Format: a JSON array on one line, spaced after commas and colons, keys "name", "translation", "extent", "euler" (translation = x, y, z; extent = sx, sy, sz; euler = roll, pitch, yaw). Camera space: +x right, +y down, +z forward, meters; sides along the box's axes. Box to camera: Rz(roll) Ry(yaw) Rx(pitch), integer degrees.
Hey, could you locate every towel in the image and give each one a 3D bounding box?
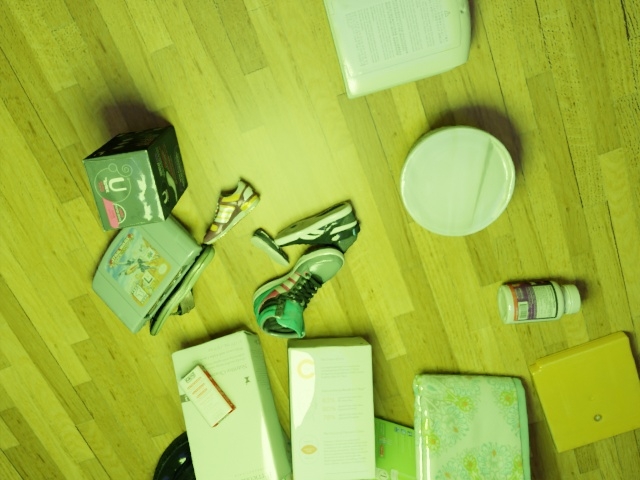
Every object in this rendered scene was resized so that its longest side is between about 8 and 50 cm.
[{"name": "towel", "translation": [0.418, 0.561, 1.656], "extent": [0.321, 0.090, 0.374], "euler": [5, 72, -15]}]

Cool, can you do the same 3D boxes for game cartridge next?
[{"name": "game cartridge", "translation": [0.785, 0.446, 1.758], "extent": [0.285, 0.052, 0.323], "euler": [-20, 108, 7]}, {"name": "game cartridge", "translation": [-0.453, 0.066, 1.531], "extent": [0.198, 0.062, 0.297], "euler": [41, 104, 10]}]

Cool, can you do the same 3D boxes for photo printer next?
[{"name": "photo printer", "translation": [0.177, -0.480, 1.341], "extent": [0.308, 0.107, 0.256], "euler": [-16, 111, 4]}]

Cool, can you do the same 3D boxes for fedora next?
[{"name": "fedora", "translation": [-0.336, 0.711, 1.761], "extent": [0.334, 0.334, 0.152], "euler": [-38, 141, 13]}]

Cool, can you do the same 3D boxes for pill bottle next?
[{"name": "pill bottle", "translation": [0.581, 0.163, 1.605], "extent": [0.194, 0.108, 0.108], "euler": [-5, 112, 0]}]

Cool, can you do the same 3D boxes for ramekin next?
[{"name": "ramekin", "translation": [0.322, -0.154, 1.464], "extent": [0.273, 0.127, 0.272], "euler": [0, 111, -1]}]

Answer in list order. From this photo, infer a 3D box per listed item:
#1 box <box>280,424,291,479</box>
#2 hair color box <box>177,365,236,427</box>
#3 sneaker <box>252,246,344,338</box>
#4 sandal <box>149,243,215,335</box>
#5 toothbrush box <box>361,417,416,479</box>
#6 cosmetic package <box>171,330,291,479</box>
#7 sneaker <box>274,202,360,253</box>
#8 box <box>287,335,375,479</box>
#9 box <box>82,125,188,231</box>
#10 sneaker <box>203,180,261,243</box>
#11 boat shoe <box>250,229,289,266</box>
[{"name": "box", "translation": [-0.152, 0.633, 1.726], "extent": [0.114, 0.203, 0.103], "euler": [-24, 110, 8]}, {"name": "hair color box", "translation": [-0.284, 0.389, 1.506], "extent": [0.072, 0.043, 0.141], "euler": [-41, 75, -2]}, {"name": "sneaker", "translation": [-0.055, 0.150, 1.523], "extent": [0.295, 0.178, 0.124], "euler": [-36, 126, 23]}, {"name": "sandal", "translation": [-0.358, 0.143, 1.580], "extent": [0.086, 0.120, 0.303], "euler": [33, 108, -28]}, {"name": "toothbrush box", "translation": [0.254, 0.664, 1.734], "extent": [0.283, 0.206, 0.122], "euler": [19, 129, -9]}, {"name": "cosmetic package", "translation": [-0.233, 0.456, 1.584], "extent": [0.217, 0.156, 0.385], "euler": [-18, 74, 5]}, {"name": "sneaker", "translation": [0.000, 0.000, 1.544], "extent": [0.217, 0.079, 0.121], "euler": [-24, 111, 8]}, {"name": "box", "translation": [0.024, 0.441, 1.602], "extent": [0.215, 0.168, 0.345], "euler": [-2, 89, -5]}, {"name": "box", "translation": [-0.411, -0.150, 1.373], "extent": [0.143, 0.270, 0.165], "euler": [-9, 111, 2]}, {"name": "sneaker", "translation": [-0.241, -0.071, 1.524], "extent": [0.185, 0.069, 0.084], "euler": [-41, 98, 8]}, {"name": "boat shoe", "translation": [-0.126, 0.020, 1.572], "extent": [0.125, 0.038, 0.046], "euler": [38, 149, -14]}]
